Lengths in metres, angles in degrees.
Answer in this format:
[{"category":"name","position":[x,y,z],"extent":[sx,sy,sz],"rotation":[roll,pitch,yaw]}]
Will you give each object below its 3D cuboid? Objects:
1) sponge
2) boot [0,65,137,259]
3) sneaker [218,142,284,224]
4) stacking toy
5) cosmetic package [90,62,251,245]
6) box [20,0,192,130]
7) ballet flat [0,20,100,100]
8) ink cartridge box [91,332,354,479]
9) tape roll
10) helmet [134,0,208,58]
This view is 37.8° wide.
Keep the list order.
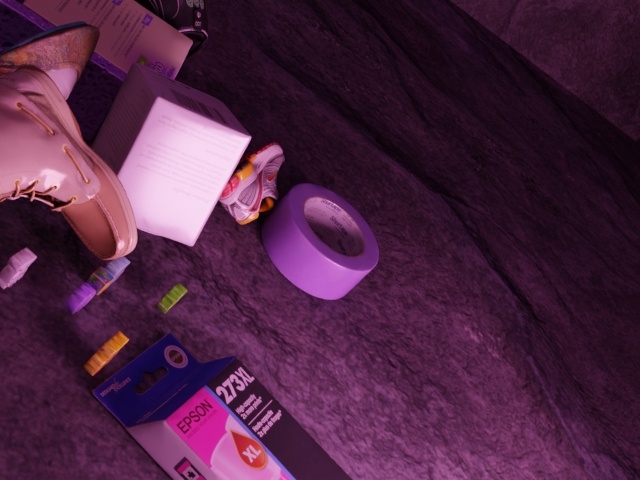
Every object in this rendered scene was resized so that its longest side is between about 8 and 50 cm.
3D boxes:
[{"category":"sponge","position":[-0.394,-0.248,1.357],"extent":[0.210,0.117,0.031],"rotation":[33,27,-16]},{"category":"boot","position":[-0.344,-0.059,1.097],"extent":[0.261,0.095,0.203],"rotation":[62,35,-13]},{"category":"sneaker","position":[-0.112,-0.093,1.552],"extent":[0.092,0.088,0.225],"rotation":[60,28,-14]},{"category":"stacking toy","position":[-0.283,0.058,1.186],"extent":[0.167,0.052,0.221],"rotation":[44,28,0]},{"category":"cosmetic package","position":[-0.220,-0.120,1.306],"extent":[0.151,0.183,0.151],"rotation":[22,17,-33]},{"category":"box","position":[-0.350,-0.298,1.472],"extent":[0.243,0.117,0.213],"rotation":[32,32,-17]},{"category":"ballet flat","position":[-0.412,-0.180,1.205],"extent":[0.349,0.123,0.123],"rotation":[-31,76,-39]},{"category":"ink cartridge box","position":[-0.091,0.265,1.145],"extent":[0.371,0.069,0.176],"rotation":[44,31,4]},{"category":"tape roll","position":[0.000,0.000,1.553],"extent":[0.189,0.080,0.189],"rotation":[30,32,-22]},{"category":"helmet","position":[-0.284,-0.411,1.659],"extent":[0.169,0.169,0.161],"rotation":[-8,75,-53]}]
